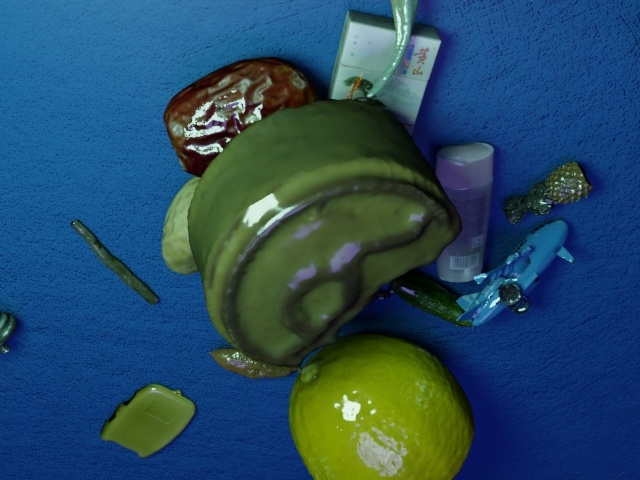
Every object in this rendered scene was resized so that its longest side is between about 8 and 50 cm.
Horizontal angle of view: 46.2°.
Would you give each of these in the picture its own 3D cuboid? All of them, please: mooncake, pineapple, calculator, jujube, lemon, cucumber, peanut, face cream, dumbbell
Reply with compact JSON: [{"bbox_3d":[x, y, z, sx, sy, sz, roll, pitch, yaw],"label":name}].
[{"bbox_3d":[0.000,0.000,1.152,0.393,0.246,0.394,-3,132,-26],"label":"mooncake"},{"bbox_3d":[0.408,-0.082,1.362,0.159,0.074,0.074,-30,122,23],"label":"pineapple"},{"bbox_3d":[-0.387,0.409,1.694,0.157,0.033,0.236,34,116,-23],"label":"calculator"},{"bbox_3d":[-0.119,-0.190,1.188,0.243,0.183,0.183,-20,126,-9],"label":"jujube"},{"bbox_3d":[0.100,0.341,1.488,0.364,0.364,0.364,-1,126,-2],"label":"lemon"},{"bbox_3d":[0.236,0.123,1.499,0.227,0.069,0.069,28,120,-24],"label":"cucumber"},{"bbox_3d":[-0.158,-0.051,1.311,0.291,0.143,0.159,-23,117,8],"label":"peanut"},{"bbox_3d":[0.261,-0.048,1.373,0.107,0.073,0.269,-12,126,-9],"label":"face cream"},{"bbox_3d":[-0.691,0.125,1.440,0.110,0.110,0.254,-27,116,16],"label":"dumbbell"}]

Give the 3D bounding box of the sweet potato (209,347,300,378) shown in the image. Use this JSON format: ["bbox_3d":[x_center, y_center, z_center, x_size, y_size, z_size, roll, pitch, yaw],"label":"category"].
[{"bbox_3d":[-0.136,0.263,1.588,0.206,0.060,0.068,14,158,-25],"label":"sweet potato"}]

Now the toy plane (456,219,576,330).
[{"bbox_3d":[0.374,0.070,1.426,0.271,0.105,0.254,-41,151,10],"label":"toy plane"}]

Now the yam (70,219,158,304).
[{"bbox_3d":[-0.396,0.045,1.440,0.027,0.029,0.234,-42,119,-7],"label":"yam"}]

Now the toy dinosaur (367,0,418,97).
[{"bbox_3d":[0.149,-0.396,1.089,0.206,0.092,0.392,24,118,-2],"label":"toy dinosaur"}]

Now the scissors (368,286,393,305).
[{"bbox_3d":[0.053,0.012,1.438,0.109,0.022,0.300,-24,123,9],"label":"scissors"}]

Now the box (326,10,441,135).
[{"bbox_3d":[0.091,-0.245,1.228,0.150,0.067,0.233,7,125,-11],"label":"box"}]
